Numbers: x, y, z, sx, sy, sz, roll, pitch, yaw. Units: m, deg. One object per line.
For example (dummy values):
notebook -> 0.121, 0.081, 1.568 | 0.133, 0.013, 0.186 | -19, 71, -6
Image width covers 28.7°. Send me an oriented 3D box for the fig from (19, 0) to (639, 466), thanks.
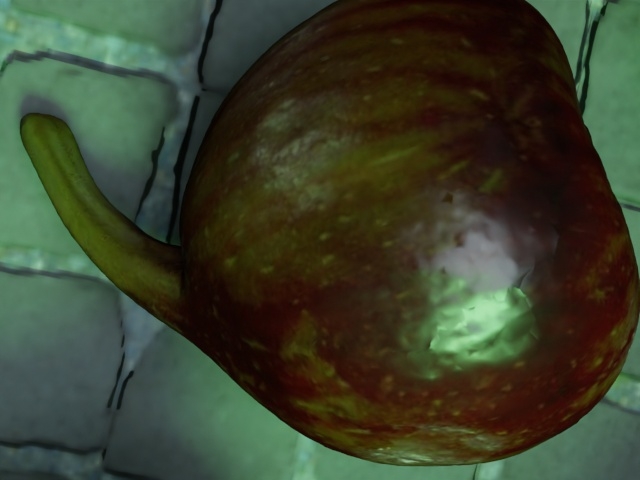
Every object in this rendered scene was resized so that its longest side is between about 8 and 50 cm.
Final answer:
fig -> 0.005, 0.005, 0.457 | 0.207, 0.175, 0.175 | -17, 100, 2
